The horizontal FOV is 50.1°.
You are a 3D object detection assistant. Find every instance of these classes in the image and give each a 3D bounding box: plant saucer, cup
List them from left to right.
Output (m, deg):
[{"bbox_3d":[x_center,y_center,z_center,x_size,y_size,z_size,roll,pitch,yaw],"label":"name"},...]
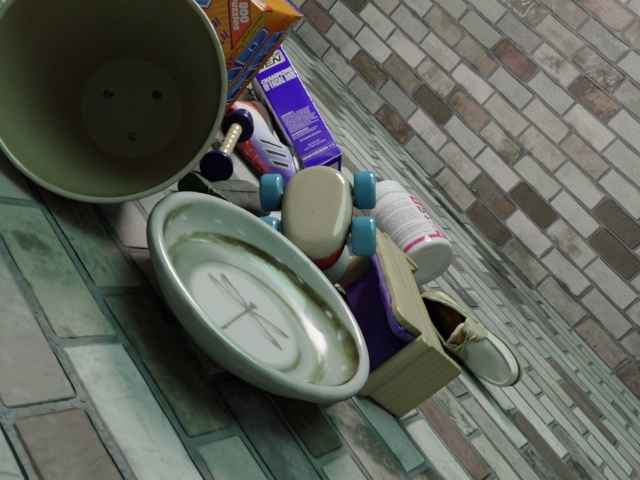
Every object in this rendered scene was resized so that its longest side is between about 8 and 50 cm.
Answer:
[{"bbox_3d":[-0.304,-0.219,1.041,0.331,0.331,0.237,41,-2,-6],"label":"cup"},{"bbox_3d":[-0.104,0.098,1.016,0.400,0.100,0.400,37,19,-15],"label":"plant saucer"}]

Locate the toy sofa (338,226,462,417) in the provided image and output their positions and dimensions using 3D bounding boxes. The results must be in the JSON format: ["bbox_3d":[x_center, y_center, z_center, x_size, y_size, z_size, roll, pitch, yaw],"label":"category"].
[{"bbox_3d":[0.114,0.132,1.284,0.177,0.150,0.363,41,18,-27],"label":"toy sofa"}]

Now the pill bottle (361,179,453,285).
[{"bbox_3d":[0.226,-0.028,1.852,0.160,0.160,0.283,25,26,-43],"label":"pill bottle"}]

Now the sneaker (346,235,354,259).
[{"bbox_3d":[0.056,0.000,1.570,0.163,0.086,0.226,47,20,5],"label":"sneaker"}]

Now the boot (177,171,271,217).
[{"bbox_3d":[-0.158,-0.057,1.309,0.190,0.076,0.208,53,14,20],"label":"boot"}]

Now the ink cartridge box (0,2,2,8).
[{"bbox_3d":[-0.567,-0.359,1.128,0.209,0.062,0.109,48,21,17],"label":"ink cartridge box"}]

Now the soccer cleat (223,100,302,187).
[{"bbox_3d":[-0.147,-0.218,1.644,0.116,0.109,0.318,-6,52,-34],"label":"soccer cleat"}]

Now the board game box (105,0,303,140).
[{"bbox_3d":[-0.307,-0.417,1.317,0.356,0.356,0.356,41,19,-4],"label":"board game box"}]

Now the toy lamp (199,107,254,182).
[{"bbox_3d":[-0.196,-0.217,1.493,0.080,0.080,0.275,37,30,-17],"label":"toy lamp"}]

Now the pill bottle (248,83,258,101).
[{"bbox_3d":[-0.221,-0.458,1.964,0.180,0.108,0.108,35,20,-24],"label":"pill bottle"}]

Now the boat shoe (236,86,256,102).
[{"bbox_3d":[-0.217,-0.377,1.825,0.267,0.088,0.096,52,21,25],"label":"boat shoe"}]

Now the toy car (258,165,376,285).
[{"bbox_3d":[0.000,0.000,1.330,0.238,0.219,0.210,82,9,-53],"label":"toy car"}]

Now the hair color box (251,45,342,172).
[{"bbox_3d":[-0.065,-0.306,1.745,0.339,0.110,0.185,60,-6,13],"label":"hair color box"}]

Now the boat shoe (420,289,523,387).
[{"bbox_3d":[0.341,0.234,1.621,0.103,0.113,0.302,15,22,-51],"label":"boat shoe"}]
